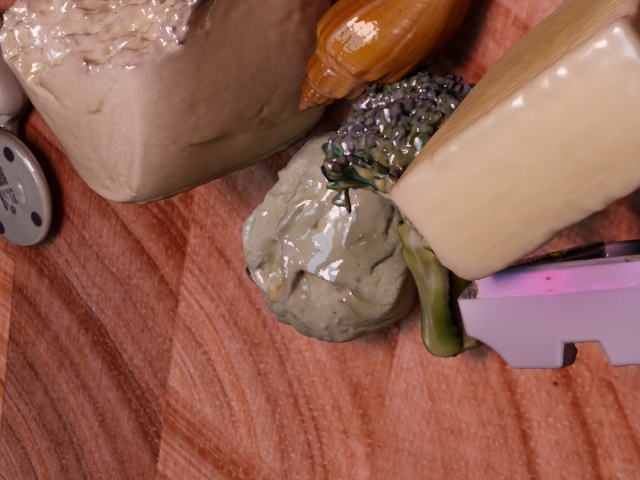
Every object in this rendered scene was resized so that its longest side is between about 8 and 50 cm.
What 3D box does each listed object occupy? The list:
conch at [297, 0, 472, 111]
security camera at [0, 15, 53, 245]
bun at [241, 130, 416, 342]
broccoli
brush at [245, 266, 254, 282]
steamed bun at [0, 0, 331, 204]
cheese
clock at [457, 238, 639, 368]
[{"bbox_3d":[0.095,-0.209,1.454,0.330,0.109,0.093,-34,77,29],"label":"conch"},{"bbox_3d":[-0.399,-0.140,2.061,0.157,0.080,0.302,-10,103,47],"label":"security camera"},{"bbox_3d":[0.000,0.000,1.608,0.204,0.126,0.213,12,109,44],"label":"bun"},{"bbox_3d":[0.129,-0.015,1.450,0.198,0.177,0.275,2,121,51],"label":"broccoli"},{"bbox_3d":[-0.055,0.057,1.775,0.083,0.008,0.024,49,136,27],"label":"brush"},{"bbox_3d":[-0.123,-0.177,1.557,0.273,0.290,0.272,64,163,-16],"label":"steamed bun"},{"bbox_3d":[0.208,-0.113,1.238,0.124,0.242,0.265,44,138,-9],"label":"cheese"},{"bbox_3d":[0.256,0.043,1.283,0.253,0.186,0.083,-7,93,50],"label":"clock"}]
